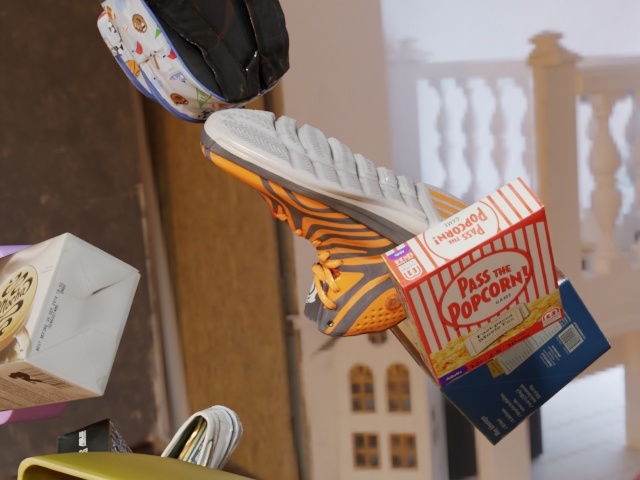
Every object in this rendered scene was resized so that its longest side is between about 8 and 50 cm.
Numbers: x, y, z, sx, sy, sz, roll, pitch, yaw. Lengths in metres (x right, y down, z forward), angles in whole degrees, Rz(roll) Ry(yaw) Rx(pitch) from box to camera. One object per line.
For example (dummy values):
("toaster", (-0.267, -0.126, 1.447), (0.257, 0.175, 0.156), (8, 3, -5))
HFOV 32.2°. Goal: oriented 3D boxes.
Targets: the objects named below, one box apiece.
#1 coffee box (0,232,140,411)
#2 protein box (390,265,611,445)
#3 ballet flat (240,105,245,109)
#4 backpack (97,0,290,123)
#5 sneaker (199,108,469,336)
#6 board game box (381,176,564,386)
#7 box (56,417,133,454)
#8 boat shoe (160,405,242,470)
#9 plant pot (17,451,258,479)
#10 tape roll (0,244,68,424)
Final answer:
("coffee box", (-0.376, 0.114, 1.403), (0.119, 0.168, 0.297), (33, -31, -34))
("protein box", (0.226, 0.118, 1.404), (0.201, 0.200, 0.136), (-41, 48, 3))
("ballet flat", (-0.156, -0.226, 1.823), (0.074, 0.203, 0.074), (8, 12, -2))
("backpack", (-0.185, -0.309, 1.666), (0.276, 0.263, 0.213), (-33, 1, -38))
("sneaker", (0.000, 0.000, 1.129), (0.321, 0.180, 0.124), (25, 26, -16))
("board game box", (0.149, 0.045, 1.051), (0.146, 0.193, 0.045), (-30, 52, -3))
("box", (-0.272, 0.351, 1.451), (0.077, 0.180, 0.147), (-21, 39, 3))
("boat shoe", (-0.177, 0.290, 1.293), (0.083, 0.226, 0.076), (27, 1, 30))
("plant pot", (-0.123, 0.290, 0.954), (0.212, 0.212, 0.187), (9, 6, 24))
("tape roll", (-0.468, 0.144, 1.725), (0.090, 0.275, 0.275), (-1, 6, -33))
